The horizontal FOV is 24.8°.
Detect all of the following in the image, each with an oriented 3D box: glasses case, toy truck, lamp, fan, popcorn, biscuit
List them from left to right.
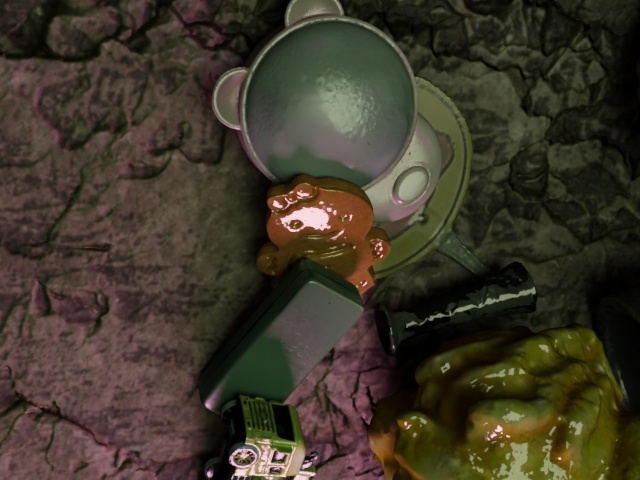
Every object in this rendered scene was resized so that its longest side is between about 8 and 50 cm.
[{"bbox_3d":[-0.062,0.239,1.473,0.100,0.077,0.169,7,124,-17],"label":"toy truck"},{"bbox_3d":[-0.041,0.105,1.455,0.078,0.039,0.184,29,113,-28],"label":"glasses case"},{"bbox_3d":[0.005,0.003,1.432,0.134,0.027,0.184,1,140,-10],"label":"biscuit"},{"bbox_3d":[0.024,-0.112,1.407,0.179,0.108,0.246,-46,115,2],"label":"lamp"},{"bbox_3d":[0.085,-0.041,1.516,0.335,0.011,0.229,38,90,-27],"label":"fan"},{"bbox_3d":[0.222,0.227,1.480,0.321,0.326,0.290,-26,127,-21],"label":"popcorn"}]

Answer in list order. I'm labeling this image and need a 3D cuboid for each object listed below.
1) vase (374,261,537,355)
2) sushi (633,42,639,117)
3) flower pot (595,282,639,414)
[{"bbox_3d":[0.142,0.072,1.537,0.167,0.059,0.059,-16,111,-12],"label":"vase"},{"bbox_3d":[0.529,-0.158,1.502,0.285,0.328,0.328,22,95,-40],"label":"sushi"},{"bbox_3d":[0.472,0.099,1.578,0.283,0.299,0.299,-20,112,-7],"label":"flower pot"}]
